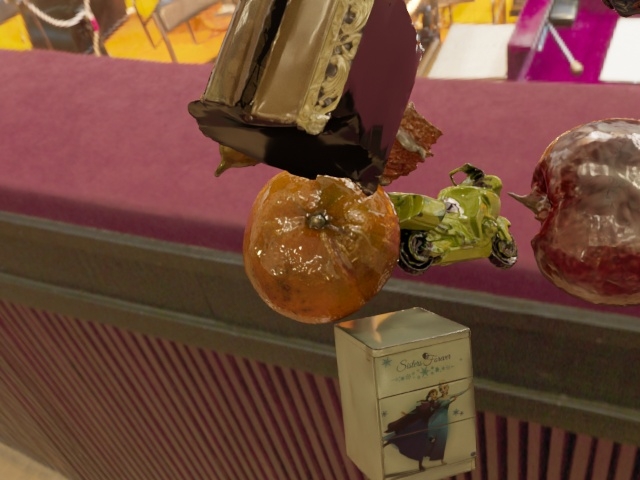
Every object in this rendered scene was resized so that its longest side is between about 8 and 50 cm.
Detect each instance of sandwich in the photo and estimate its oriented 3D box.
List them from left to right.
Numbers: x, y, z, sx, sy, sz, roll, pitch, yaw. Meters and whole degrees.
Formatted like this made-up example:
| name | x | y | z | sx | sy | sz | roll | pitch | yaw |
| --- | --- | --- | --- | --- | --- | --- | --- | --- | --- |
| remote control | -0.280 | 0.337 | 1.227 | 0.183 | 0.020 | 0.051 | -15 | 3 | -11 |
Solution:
| name | x | y | z | sx | sy | sz | roll | pitch | yaw |
| --- | --- | --- | --- | --- | --- | --- | --- | --- | --- |
| sandwich | 0.082 | -0.176 | 1.097 | 0.160 | 0.184 | 0.109 | -37 | -1 | 34 |

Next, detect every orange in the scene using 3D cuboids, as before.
| name | x | y | z | sx | sy | sz | roll | pitch | yaw |
| --- | --- | --- | --- | --- | --- | --- | --- | --- | --- |
| orange | 0.000 | 0.000 | 0.976 | 0.240 | 0.171 | 0.240 | -1 | 79 | 4 |

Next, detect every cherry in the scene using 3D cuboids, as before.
| name | x | y | z | sx | sy | sz | roll | pitch | yaw |
| --- | --- | --- | --- | --- | --- | --- | --- | --- | --- |
| cherry | 0.385 | -0.033 | 0.833 | 0.301 | 0.203 | 0.230 | -2 | 65 | 16 |

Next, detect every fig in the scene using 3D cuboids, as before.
| name | x | y | z | sx | sy | sz | roll | pitch | yaw |
| --- | --- | --- | --- | --- | --- | --- | --- | --- | --- |
| fig | -0.114 | -0.133 | 0.967 | 0.098 | 0.082 | 0.084 | -53 | 19 | -15 |

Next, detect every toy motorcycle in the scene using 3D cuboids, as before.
| name | x | y | z | sx | sy | sz | roll | pitch | yaw |
| --- | --- | --- | --- | --- | --- | --- | --- | --- | --- |
| toy motorcycle | 0.240 | -0.042 | 1.243 | 0.342 | 0.142 | 0.206 | -2 | 67 | -38 |

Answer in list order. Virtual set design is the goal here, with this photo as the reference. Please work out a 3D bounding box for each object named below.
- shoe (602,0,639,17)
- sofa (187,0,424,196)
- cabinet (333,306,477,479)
| name | x | y | z | sx | sy | sz | roll | pitch | yaw |
| --- | --- | --- | --- | --- | --- | --- | --- | --- | --- |
| shoe | 0.524 | -0.379 | 1.003 | 0.228 | 0.125 | 0.099 | 1 | 55 | 33 |
| sofa | -0.016 | -0.183 | 0.732 | 0.182 | 0.258 | 0.200 | 18 | 86 | 21 |
| cabinet | 0.119 | 0.221 | 0.956 | 0.145 | 0.206 | 0.150 | -9 | 9 | -20 |
